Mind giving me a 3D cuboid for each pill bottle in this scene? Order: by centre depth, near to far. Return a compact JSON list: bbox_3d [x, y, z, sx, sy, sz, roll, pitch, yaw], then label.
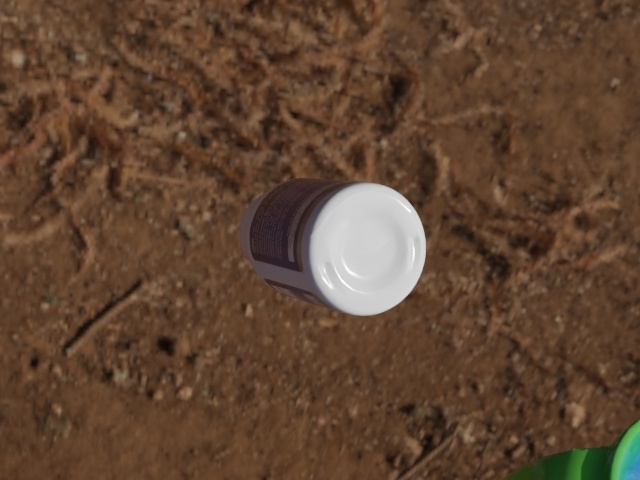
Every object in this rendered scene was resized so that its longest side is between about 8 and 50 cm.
[{"bbox_3d":[0.000,0.000,0.944,0.094,0.094,0.169,-10,9,-23],"label":"pill bottle"}]

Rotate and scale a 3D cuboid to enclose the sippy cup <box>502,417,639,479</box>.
[{"bbox_3d":[0.318,0.307,1.173,0.240,0.224,0.305,-25,67,-36],"label":"sippy cup"}]
